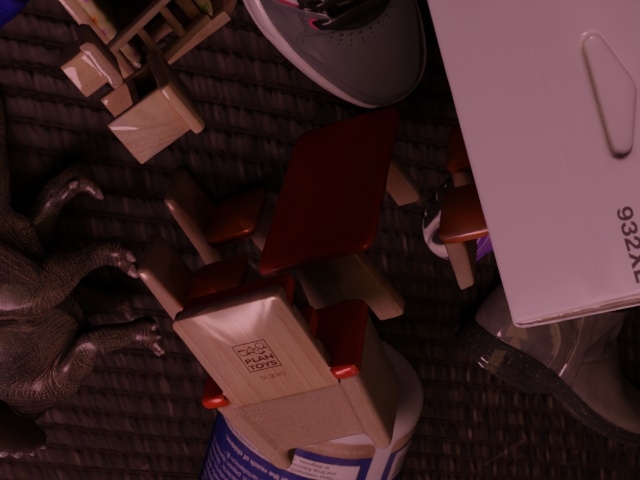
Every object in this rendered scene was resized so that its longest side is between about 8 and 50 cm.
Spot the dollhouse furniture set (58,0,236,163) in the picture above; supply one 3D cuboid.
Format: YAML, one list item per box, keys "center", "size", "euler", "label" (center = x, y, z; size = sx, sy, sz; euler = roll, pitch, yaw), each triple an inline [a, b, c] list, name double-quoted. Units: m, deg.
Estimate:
- center: [-0.130, -0.167, 0.714]
  size: [0.101, 0.161, 0.182]
  euler: [-35, 124, 5]
  label: "dollhouse furniture set"

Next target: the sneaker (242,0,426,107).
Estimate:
- center: [0.015, -0.183, 0.735]
  size: [0.124, 0.178, 0.295]
  euler: [-38, 124, -4]
  label: "sneaker"

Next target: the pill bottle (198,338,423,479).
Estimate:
- center: [-0.024, 0.207, 0.975]
  size: [0.153, 0.153, 0.264]
  euler: [7, 117, -21]
  label: "pill bottle"

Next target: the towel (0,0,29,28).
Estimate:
- center: [-0.358, -0.130, 0.716]
  size: [0.308, 0.076, 0.227]
  euler: [-37, 123, 6]
  label: "towel"

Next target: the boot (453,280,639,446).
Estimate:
- center: [0.245, 0.072, 1.028]
  size: [0.246, 0.083, 0.161]
  euler: [28, 102, -31]
  label: "boot"

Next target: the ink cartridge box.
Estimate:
- center: [0.217, -0.083, 0.753]
  size: [0.129, 0.223, 0.307]
  euler: [-18, 174, 38]
  label: "ink cartridge box"

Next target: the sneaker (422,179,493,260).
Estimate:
- center: [0.157, -0.045, 0.949]
  size: [0.170, 0.068, 0.071]
  euler: [-39, 139, 18]
  label: "sneaker"

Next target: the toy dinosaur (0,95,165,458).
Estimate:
- center: [-0.211, 0.040, 0.839]
  size: [0.160, 0.121, 0.313]
  euler: [-23, 129, -19]
  label: "toy dinosaur"

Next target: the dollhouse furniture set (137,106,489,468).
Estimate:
- center: [0.000, 0.000, 0.768]
  size: [0.262, 0.259, 0.135]
  euler: [-16, 126, 23]
  label: "dollhouse furniture set"
